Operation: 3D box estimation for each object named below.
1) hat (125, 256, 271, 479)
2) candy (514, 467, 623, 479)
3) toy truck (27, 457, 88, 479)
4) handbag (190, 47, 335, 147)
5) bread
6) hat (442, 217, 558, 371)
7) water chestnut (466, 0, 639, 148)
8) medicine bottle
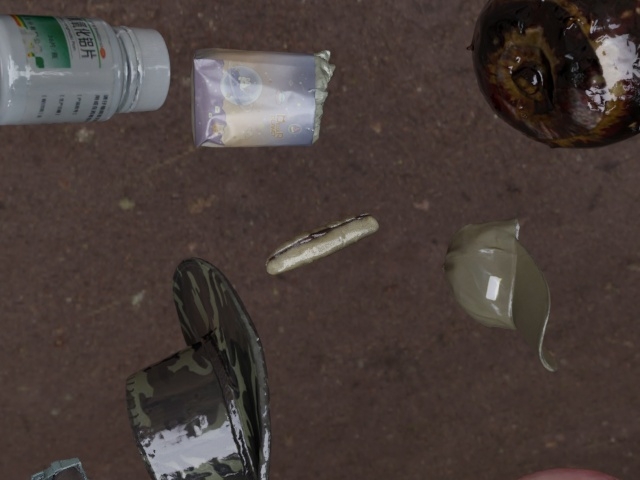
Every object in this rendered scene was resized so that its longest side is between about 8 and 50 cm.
[{"bbox_3d":[-0.048,0.068,0.349,0.050,0.121,0.121,-17,144,-16],"label":"hat"},{"bbox_3d":[0.332,0.419,1.189,0.255,0.094,0.255,5,120,9],"label":"candy"},{"bbox_3d":[-0.406,0.447,1.383,0.140,0.257,0.108,-24,125,-18],"label":"toy truck"},{"bbox_3d":[-0.068,-0.169,1.074,0.173,0.095,0.117,-1,115,-8],"label":"handbag"},{"bbox_3d":[0.001,0.000,1.574,0.214,0.073,0.053,-23,107,-10],"label":"bread"},{"bbox_3d":[0.220,0.082,1.127,0.144,0.173,0.166,-3,124,15],"label":"hat"},{"bbox_3d":[0.363,-0.265,1.209,0.300,0.300,0.300,-6,141,-5],"label":"water chestnut"},{"bbox_3d":[-0.186,-0.129,0.678,0.130,0.080,0.080,-9,146,-35],"label":"medicine bottle"}]
